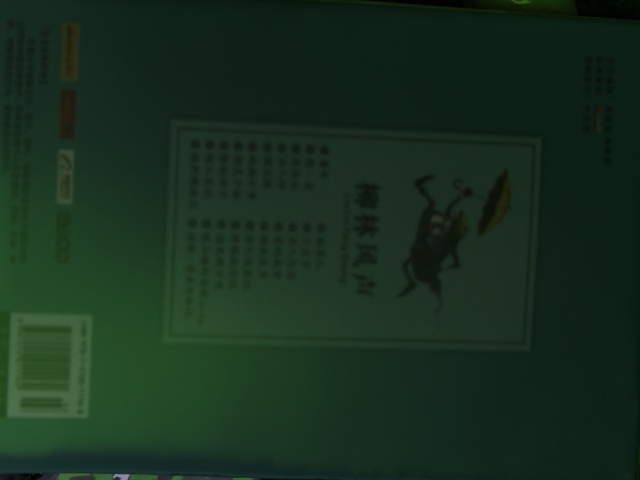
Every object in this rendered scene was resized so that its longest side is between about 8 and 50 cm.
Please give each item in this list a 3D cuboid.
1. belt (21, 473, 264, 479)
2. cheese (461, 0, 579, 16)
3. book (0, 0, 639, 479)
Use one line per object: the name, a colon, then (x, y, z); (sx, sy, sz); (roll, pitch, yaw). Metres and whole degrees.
belt: (-0.087, 0.095, 0.916); (0.126, 0.139, 0.230); (36, 101, -11)
cheese: (0.091, -0.190, 0.859); (0.065, 0.043, 0.194); (-22, 108, 1)
book: (0.000, 0.000, 0.833); (0.379, 0.031, 0.264); (4, 94, -11)
